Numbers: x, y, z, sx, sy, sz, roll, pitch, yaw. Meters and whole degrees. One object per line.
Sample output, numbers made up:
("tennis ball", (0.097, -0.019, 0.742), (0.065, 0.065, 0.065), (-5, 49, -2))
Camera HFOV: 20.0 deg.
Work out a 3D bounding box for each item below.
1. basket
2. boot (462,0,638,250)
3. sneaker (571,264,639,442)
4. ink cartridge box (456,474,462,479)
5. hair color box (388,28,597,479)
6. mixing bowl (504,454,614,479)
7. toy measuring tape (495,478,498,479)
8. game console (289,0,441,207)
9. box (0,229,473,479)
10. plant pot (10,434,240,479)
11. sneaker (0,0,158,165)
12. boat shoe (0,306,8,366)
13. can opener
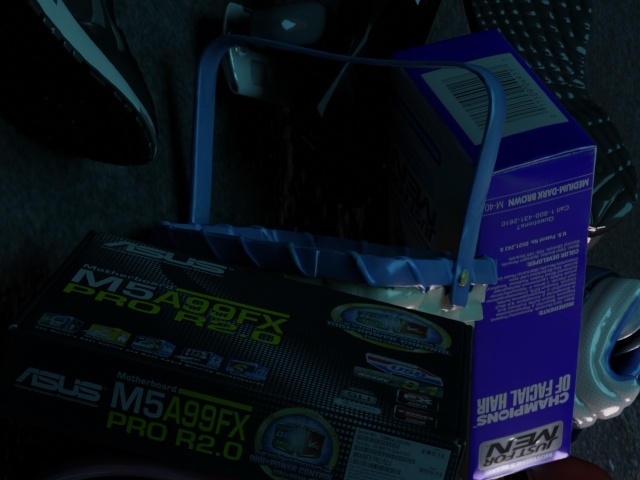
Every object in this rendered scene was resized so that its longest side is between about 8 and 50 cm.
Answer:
("basket", (0.000, 0.000, 1.341), (0.201, 0.255, 0.289), (-5, 105, -56))
("boot", (0.169, -0.113, 1.644), (0.223, 0.118, 0.338), (118, -33, -63))
("sneaker", (0.239, 0.041, 1.769), (0.130, 0.236, 0.323), (50, 42, -44))
("ink cartridge box", (0.088, 0.283, 1.549), (0.067, 0.115, 0.198), (66, 32, -24))
("hair color box", (0.134, 0.018, 1.518), (0.185, 0.110, 0.339), (-121, -159, -47))
("mixing bowl", (0.245, 0.283, 1.773), (0.181, 0.098, 0.181), (174, -90, -86))
("toy measuring tape", (0.157, 0.370, 1.654), (0.121, 0.121, 0.330), (-10, 96, -62))
("game console", (0.066, -0.108, 1.597), (0.361, 0.044, 0.213), (55, 53, -64))
("box", (-0.043, 0.078, 1.126), (0.216, 0.270, 0.060), (-67, 171, -73))
("plant pot", (-0.101, 0.178, 1.172), (0.180, 0.201, 0.201), (-77, 148, -62))
("sneaker", (-0.160, -0.156, 1.173), (0.283, 0.107, 0.124), (62, 41, -58))
("boat shoe", (-0.251, 0.124, 0.955), (0.355, 0.130, 0.132), (-51, 126, -54))
("can opener", (0.006, -0.150, 1.544), (0.283, 0.095, 0.076), (5, 78, -61))
